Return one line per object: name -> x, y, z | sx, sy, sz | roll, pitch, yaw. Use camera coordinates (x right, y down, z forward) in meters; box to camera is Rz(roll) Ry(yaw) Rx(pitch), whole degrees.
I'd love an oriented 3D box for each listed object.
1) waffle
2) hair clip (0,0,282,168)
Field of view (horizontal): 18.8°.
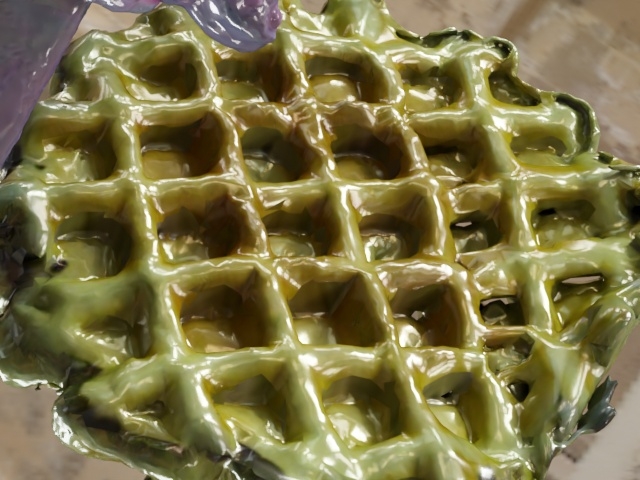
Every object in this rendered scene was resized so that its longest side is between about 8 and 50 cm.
waffle -> 0.000, 0.000, 0.846 | 0.297, 0.317, 0.073 | 29, -44, 11
hair clip -> -0.080, -0.097, 0.664 | 0.278, 0.137, 0.090 | -42, -148, 12
